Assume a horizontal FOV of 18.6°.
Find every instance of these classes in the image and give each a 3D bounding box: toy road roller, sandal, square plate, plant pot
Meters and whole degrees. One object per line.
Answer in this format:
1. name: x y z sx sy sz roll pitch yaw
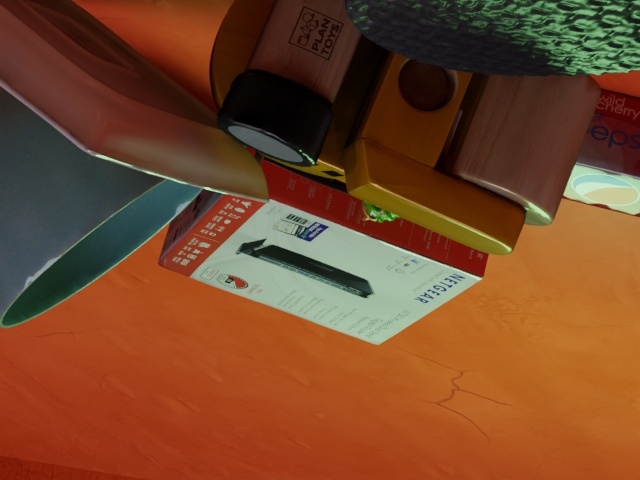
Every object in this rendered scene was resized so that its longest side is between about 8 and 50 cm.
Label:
1. toy road roller: 0.062 -0.127 1.752 0.330 0.202 0.240 23 171 -6
2. sandal: 0.244 -0.212 1.557 0.446 0.107 0.167 -2 155 10
3. square plate: -0.226 -0.164 1.724 0.347 0.049 0.344 39 -169 22
4. plant pot: -0.280 -0.071 2.079 0.195 0.290 0.290 52 158 6

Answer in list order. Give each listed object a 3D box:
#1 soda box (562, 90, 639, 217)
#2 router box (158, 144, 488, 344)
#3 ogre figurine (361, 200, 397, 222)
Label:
1. soda box: 0.235 -0.094 1.857 0.263 0.083 0.092 15 158 4
2. router box: 0.000 0.000 2.263 0.301 0.082 0.335 20 159 -12
3. ogre figurine: 0.091 -0.073 2.009 0.118 0.096 0.197 -11 -179 26
